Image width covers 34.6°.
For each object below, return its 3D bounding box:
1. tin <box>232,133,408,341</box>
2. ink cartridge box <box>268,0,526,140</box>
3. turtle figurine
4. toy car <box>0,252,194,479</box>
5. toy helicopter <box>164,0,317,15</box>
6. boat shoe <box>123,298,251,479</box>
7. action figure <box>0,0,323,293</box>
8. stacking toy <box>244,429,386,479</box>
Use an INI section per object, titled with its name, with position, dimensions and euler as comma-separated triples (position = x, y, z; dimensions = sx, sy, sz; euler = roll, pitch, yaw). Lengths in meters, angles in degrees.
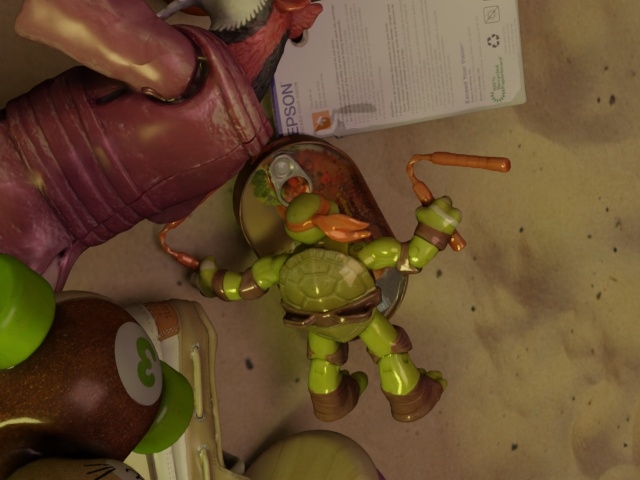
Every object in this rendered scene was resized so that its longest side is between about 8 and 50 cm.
[tin]
position = 0.000, 0.000, 0.841
dimensions = 0.106, 0.040, 0.190
euler = -35, 119, -9
[ink cartridge box]
position = 0.051, -0.203, 0.838
dimensions = 0.224, 0.045, 0.223
euler = -11, 106, -13
[turtle figurine]
position = 0.026, 0.042, 0.769
dimensions = 0.087, 0.269, 0.217
euler = -83, 156, -56
[toy car]
position = -0.106, 0.122, 0.478
dimensions = 0.149, 0.188, 0.155
euler = -49, 141, -6
[toy helicopter]
position = -0.037, -0.341, 0.701
dimensions = 0.235, 0.140, 0.355
euler = -19, 95, -15
[boat shoe]
position = -0.102, 0.191, 0.768
dimensions = 0.103, 0.113, 0.302
euler = -17, 107, -28
[action figure]
position = -0.146, -0.044, 0.580
dimensions = 0.370, 0.276, 0.248
euler = -31, 144, 2
[stacking toy]
position = 0.061, 0.301, 0.911
dimensions = 0.141, 0.141, 0.330
euler = -55, 131, -16
